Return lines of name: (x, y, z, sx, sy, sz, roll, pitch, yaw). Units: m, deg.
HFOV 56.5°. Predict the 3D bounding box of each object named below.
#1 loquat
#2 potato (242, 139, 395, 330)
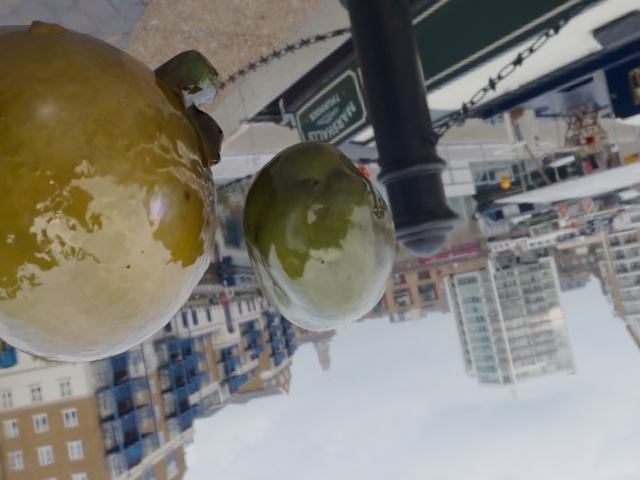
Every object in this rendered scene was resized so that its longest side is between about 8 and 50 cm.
loquat: (-0.237, -0.061, 0.585, 0.359, 0.328, 0.328, -45, -179, -10)
potato: (-0.004, 0.003, 0.561, 0.154, 0.137, 0.200, 28, 155, 9)
